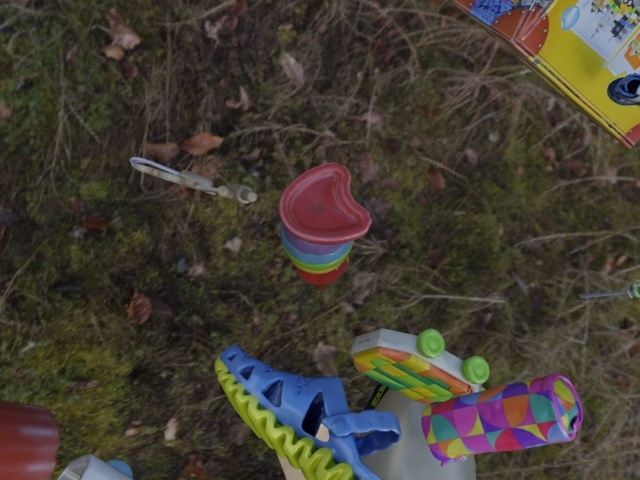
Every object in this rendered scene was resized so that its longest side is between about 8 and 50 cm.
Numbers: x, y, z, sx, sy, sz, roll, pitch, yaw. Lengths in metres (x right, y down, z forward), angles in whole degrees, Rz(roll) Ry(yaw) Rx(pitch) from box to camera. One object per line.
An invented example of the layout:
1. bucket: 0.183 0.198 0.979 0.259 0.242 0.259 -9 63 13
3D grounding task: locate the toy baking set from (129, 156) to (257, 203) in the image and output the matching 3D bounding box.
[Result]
1. toy baking set: -0.215 -0.104 1.130 0.197 0.256 0.030 18 90 -20

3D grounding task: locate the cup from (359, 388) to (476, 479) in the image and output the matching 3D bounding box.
1. cup: 0.261 0.512 1.819 0.331 0.331 0.237 11 83 -26

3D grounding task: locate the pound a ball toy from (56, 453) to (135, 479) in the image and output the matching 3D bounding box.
1. pound a ball toy: -0.210 0.416 0.952 0.319 0.208 0.136 39 49 -18

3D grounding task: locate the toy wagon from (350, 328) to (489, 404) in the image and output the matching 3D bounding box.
1. toy wagon: 0.236 0.287 1.445 0.344 0.267 0.068 31 62 -16

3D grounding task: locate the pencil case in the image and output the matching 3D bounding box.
1. pencil case: 0.266 0.269 1.017 0.104 0.236 0.104 27 51 -38

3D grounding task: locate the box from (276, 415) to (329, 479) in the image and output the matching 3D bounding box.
1. box: -0.019 0.536 1.686 0.164 0.021 0.201 -21 119 -13

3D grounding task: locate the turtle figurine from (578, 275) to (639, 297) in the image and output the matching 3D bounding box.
1. turtle figurine: 0.727 0.139 1.361 0.274 0.266 0.198 -33 97 3

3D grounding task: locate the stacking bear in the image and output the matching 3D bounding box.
1. stacking bear: 0.000 0.000 1.428 0.164 0.289 0.175 -18 63 -9

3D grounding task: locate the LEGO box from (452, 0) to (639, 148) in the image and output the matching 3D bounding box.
1. LEGO box: 0.555 -0.449 1.284 0.500 0.372 0.193 21 25 -42

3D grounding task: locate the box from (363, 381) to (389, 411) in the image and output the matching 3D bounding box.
1. box: 0.202 0.423 2.074 0.045 0.190 0.184 31 100 9

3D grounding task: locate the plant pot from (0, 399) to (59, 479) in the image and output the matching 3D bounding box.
1. plant pot: -0.760 0.468 1.533 0.265 0.272 0.272 24 57 -53

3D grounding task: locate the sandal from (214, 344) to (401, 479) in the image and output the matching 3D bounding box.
1. sandal: -0.013 0.242 0.945 0.317 0.126 0.138 34 68 22

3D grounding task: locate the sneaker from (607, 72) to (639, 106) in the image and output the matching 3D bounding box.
1. sneaker: 0.530 -0.260 1.159 0.059 0.144 0.053 33 101 -19
